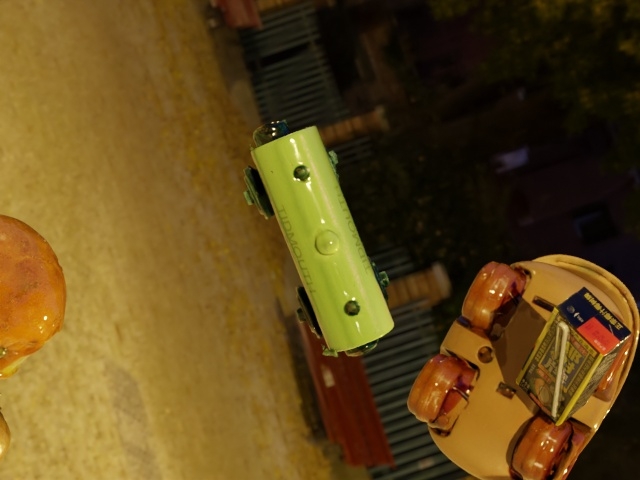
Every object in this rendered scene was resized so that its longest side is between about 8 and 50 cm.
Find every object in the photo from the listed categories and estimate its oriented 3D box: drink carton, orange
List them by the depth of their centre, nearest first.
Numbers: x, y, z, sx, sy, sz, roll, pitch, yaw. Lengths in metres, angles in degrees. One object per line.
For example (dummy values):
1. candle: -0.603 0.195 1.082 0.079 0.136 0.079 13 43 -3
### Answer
1. drink carton: 0.260 0.124 1.226 0.071 0.056 0.165 45 -27 22
2. orange: -0.467 0.077 1.611 0.240 0.240 0.240 -19 90 -88

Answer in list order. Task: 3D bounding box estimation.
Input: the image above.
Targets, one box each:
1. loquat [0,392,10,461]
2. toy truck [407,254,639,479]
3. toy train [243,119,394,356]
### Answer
1. loquat: -0.502 0.270 1.619 0.137 0.163 0.163 50 -1 9
2. toy truck: 0.253 0.149 1.397 0.204 0.288 0.212 28 3 20
3. toy train: 0.000 0.000 1.147 0.157 0.105 0.253 -151 -140 -85
